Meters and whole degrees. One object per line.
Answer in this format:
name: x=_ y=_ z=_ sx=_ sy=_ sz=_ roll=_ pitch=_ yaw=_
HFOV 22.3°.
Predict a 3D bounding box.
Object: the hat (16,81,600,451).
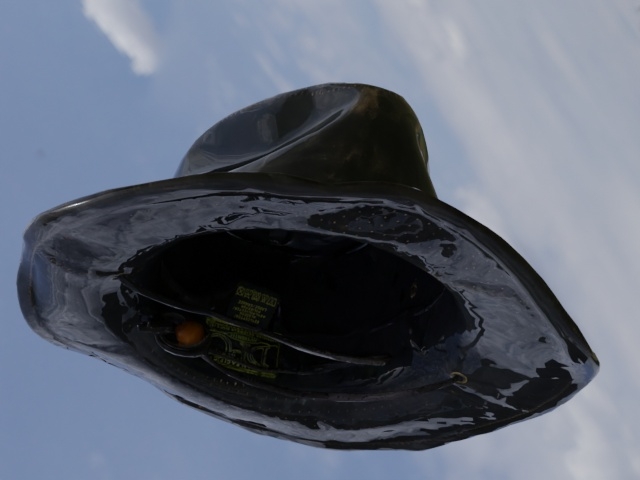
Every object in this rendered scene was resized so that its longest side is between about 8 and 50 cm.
hat: x=0.000 y=0.000 z=0.863 sx=0.331 sy=0.331 sz=0.134 roll=40 pitch=-126 yaw=-42
